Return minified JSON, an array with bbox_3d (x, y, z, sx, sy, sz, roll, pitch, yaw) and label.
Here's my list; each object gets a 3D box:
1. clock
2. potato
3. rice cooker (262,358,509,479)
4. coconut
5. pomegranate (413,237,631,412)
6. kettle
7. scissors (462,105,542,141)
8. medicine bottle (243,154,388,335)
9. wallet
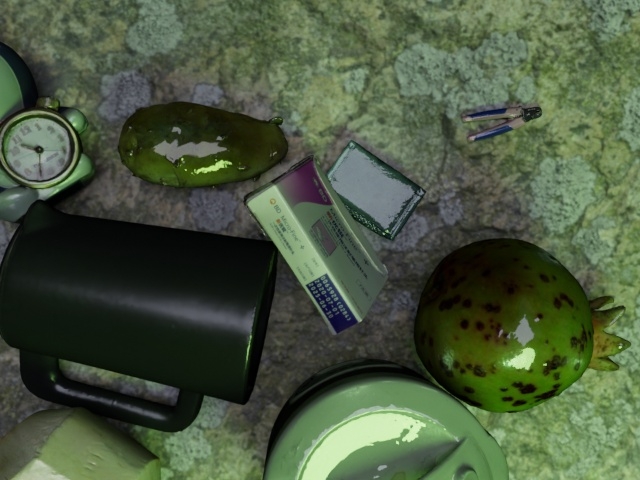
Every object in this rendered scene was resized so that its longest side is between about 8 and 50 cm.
[{"bbox_3d":[-0.417,-0.144,0.969,0.200,0.146,0.243,-38,93,-9],"label":"clock"},{"bbox_3d":[-0.155,-0.126,1.004,0.226,0.090,0.117,-1,81,-9],"label":"potato"},{"bbox_3d":[0.062,0.283,0.897,0.288,0.277,0.288,0,87,0],"label":"rice cooker"},{"bbox_3d":[-0.298,0.327,0.915,0.241,0.241,0.241,0,87,-2],"label":"coconut"},{"bbox_3d":[0.262,0.107,0.937,0.286,0.231,0.230,6,87,-2],"label":"pomegranate"},{"bbox_3d":[-0.222,0.094,0.964,0.308,0.262,0.203,10,51,2],"label":"kettle"},{"bbox_3d":[0.256,-0.169,1.060,0.113,0.012,0.039,-15,88,-3],"label":"scissors"},{"bbox_3d":[0.000,0.000,0.959,0.052,0.171,0.201,-31,95,24],"label":"medicine bottle"},{"bbox_3d":[0.069,-0.067,1.040,0.129,0.026,0.088,34,92,-2],"label":"wallet"}]
